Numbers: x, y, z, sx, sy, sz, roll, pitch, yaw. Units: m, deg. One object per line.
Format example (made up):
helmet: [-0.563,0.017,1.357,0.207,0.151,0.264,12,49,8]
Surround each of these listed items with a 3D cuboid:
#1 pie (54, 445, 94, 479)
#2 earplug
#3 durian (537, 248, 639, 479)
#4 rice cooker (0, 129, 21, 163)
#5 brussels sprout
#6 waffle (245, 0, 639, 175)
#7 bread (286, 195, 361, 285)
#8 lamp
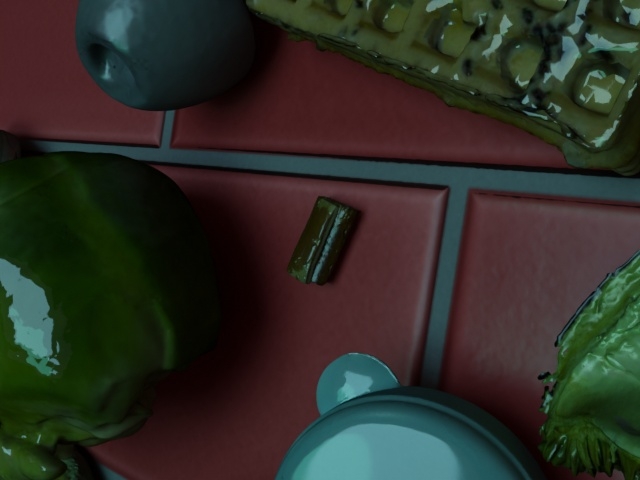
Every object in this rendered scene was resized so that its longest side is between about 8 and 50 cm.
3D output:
pie: [-0.398,0.371,0.831,0.303,0.067,0.302,-20,43,20]
earplug: [-0.133,-0.287,0.681,0.214,0.175,0.325,25,102,23]
durian: [0.265,0.027,0.350,0.394,0.163,0.198,-44,58,34]
rice cooker: [-0.499,-0.098,0.974,0.206,0.127,0.145,35,109,49]
brussels sprout: [-0.268,0.073,0.704,0.371,0.276,0.314,-44,73,34]
waffle: [0.120,-0.230,0.515,0.376,0.114,0.260,36,107,35]
bread: [0.000,0.000,0.636,0.047,0.036,0.083,32,103,40]
lamp: [0.083,0.224,0.472,0.284,0.147,0.209,35,105,40]
